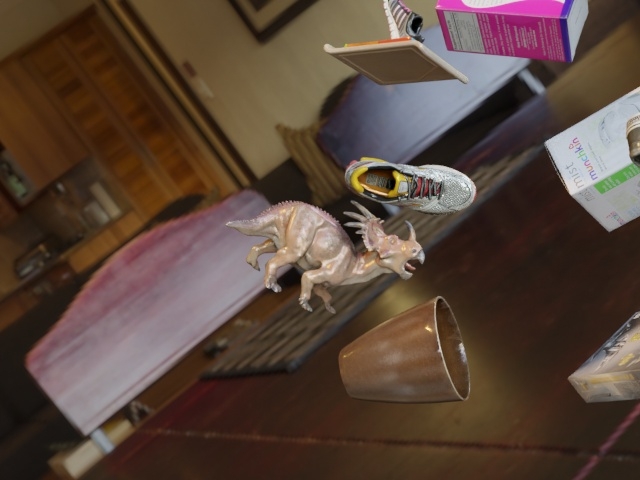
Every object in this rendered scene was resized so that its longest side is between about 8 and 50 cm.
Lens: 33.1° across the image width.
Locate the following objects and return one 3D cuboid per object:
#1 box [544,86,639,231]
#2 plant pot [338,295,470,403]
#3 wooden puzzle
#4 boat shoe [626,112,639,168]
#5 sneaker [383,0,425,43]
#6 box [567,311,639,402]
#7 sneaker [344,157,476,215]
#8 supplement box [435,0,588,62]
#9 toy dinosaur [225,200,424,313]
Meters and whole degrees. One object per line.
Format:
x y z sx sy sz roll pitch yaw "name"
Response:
0.566 -0.151 1.965 0.231 0.127 0.262 -31 -27 18 "box"
0.163 0.246 2.201 0.230 0.215 0.215 -16 14 18 "plant pot"
0.158 -0.369 2.209 0.238 0.044 0.221 6 -7 33 "wooden puzzle"
0.474 -0.085 1.385 0.078 0.219 0.070 -34 39 50 "boat shoe"
0.188 -0.489 2.363 0.074 0.170 0.063 -19 -22 22 "sneaker"
0.519 0.175 1.695 0.183 0.056 0.231 -38 2 -19 "box"
0.151 -0.086 1.817 0.225 0.088 0.093 6 9 2 "sneaker"
0.315 -0.378 1.767 0.220 0.114 0.111 11 62 24 "supplement box"
0.000 0.000 1.729 0.200 0.295 0.127 -58 10 6 "toy dinosaur"
